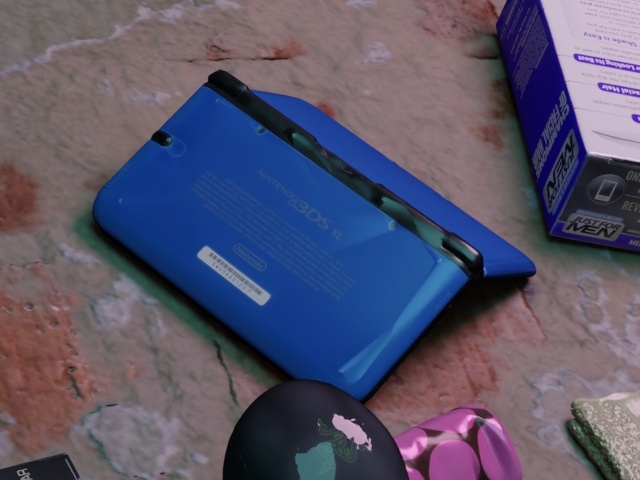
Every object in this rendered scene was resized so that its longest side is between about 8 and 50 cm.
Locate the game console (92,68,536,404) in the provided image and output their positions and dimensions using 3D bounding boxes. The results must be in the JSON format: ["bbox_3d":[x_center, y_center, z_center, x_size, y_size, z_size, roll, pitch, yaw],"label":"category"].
[{"bbox_3d":[0.000,0.000,1.436,0.293,0.173,0.250,36,74,21],"label":"game console"}]

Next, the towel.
[{"bbox_3d":[0.272,0.175,1.336,0.110,0.027,0.148,-8,46,-27],"label":"towel"}]

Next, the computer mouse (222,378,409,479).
[{"bbox_3d":[0.020,0.217,1.047,0.188,0.072,0.272,-9,82,-24],"label":"computer mouse"}]

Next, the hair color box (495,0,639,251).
[{"bbox_3d":[0.294,-0.135,1.642,0.185,0.110,0.339,10,38,-13],"label":"hair color box"}]

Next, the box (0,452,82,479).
[{"bbox_3d":[-0.188,0.188,1.150,0.067,0.018,0.083,-10,47,-31],"label":"box"}]

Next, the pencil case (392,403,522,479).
[{"bbox_3d":[0.059,0.191,1.186,0.209,0.095,0.098,-24,57,-42],"label":"pencil case"}]
